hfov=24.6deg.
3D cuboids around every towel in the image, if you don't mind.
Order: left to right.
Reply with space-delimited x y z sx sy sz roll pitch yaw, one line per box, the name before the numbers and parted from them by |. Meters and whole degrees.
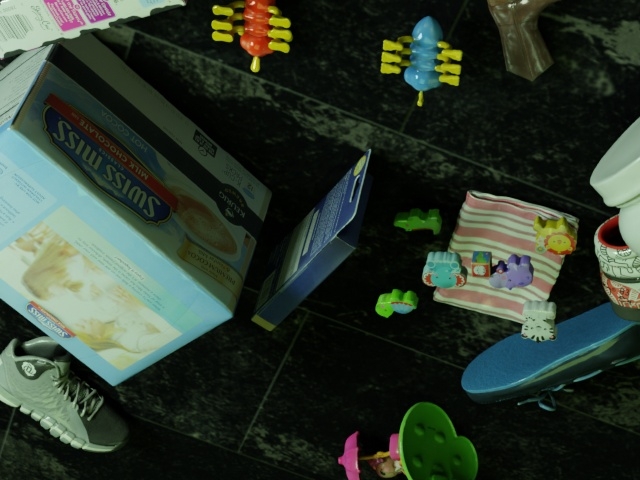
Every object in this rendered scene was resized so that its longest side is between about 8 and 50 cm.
towel | 0.229 0.027 1.830 0.144 0.029 0.197 15 133 1

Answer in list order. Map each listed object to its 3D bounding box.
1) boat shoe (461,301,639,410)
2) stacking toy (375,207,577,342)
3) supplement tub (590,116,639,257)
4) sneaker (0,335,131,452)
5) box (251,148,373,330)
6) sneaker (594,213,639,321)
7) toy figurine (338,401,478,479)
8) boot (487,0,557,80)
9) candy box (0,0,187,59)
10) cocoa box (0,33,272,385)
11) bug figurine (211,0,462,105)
boat shoe | 0.307 0.167 1.886 0.258 0.109 0.089 -20 128 30
stacking toy | 0.183 0.037 1.721 0.221 0.167 0.052 4 131 13
supplement tub | 0.466 -0.016 1.570 0.316 0.228 0.228 45 128 -5
sneaker | -0.358 0.212 2.094 0.228 0.086 0.132 28 129 -11
box | 0.000 0.000 1.784 0.036 0.136 0.225 32 131 -14
sneaker | 0.458 0.015 1.725 0.270 0.090 0.145 -9 131 23
toy figurine | 0.109 0.307 2.075 0.159 0.130 0.173 -15 152 41
boot | 0.241 -0.228 1.593 0.106 0.037 0.114 -1 129 31
candy box | -0.240 -0.290 1.564 0.233 0.159 0.071 -12 129 23
cocoa box | -0.271 -0.040 1.748 0.231 0.228 0.347 -32 118 34
bug figurine | 0.028 -0.261 1.589 0.279 0.072 0.216 13 127 7
